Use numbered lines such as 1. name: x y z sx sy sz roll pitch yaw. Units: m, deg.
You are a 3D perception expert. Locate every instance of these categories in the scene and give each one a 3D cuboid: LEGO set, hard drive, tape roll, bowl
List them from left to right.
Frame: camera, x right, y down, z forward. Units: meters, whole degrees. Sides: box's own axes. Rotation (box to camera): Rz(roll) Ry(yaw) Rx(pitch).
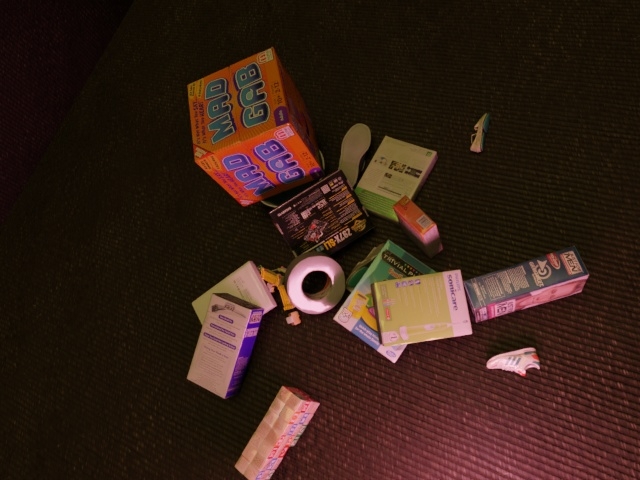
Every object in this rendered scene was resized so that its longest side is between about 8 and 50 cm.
1. hard drive: -0.340 0.247 1.897 0.307 0.040 0.203 -35 74 16
2. LEGO set: -0.137 0.188 1.888 0.287 0.107 0.132 44 122 25
3. bowl: -0.108 -0.241 1.998 0.311 0.163 0.312 -7 66 17
4. tape roll: -0.021 0.153 1.777 0.219 0.219 0.072 -43 19 -1

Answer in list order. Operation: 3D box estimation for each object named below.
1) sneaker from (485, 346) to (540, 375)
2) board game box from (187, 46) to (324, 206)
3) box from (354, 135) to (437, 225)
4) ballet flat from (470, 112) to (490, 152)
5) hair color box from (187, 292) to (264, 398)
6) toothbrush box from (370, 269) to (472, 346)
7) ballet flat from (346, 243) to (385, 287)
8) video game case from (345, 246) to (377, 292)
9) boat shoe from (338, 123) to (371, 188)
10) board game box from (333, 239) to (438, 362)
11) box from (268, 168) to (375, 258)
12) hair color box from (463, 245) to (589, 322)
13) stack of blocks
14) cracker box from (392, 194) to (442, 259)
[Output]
1. sneaker: 0.606 0.390 1.531 0.161 0.057 0.075 -17 58 10
2. board game box: -0.235 -0.407 1.819 0.356 0.356 0.357 -19 63 12
3. box: 0.284 -0.239 1.915 0.232 0.058 0.322 25 78 27
4. ballet flat: 0.608 -0.417 1.870 0.052 0.057 0.168 7 71 33
5. hair color box: -0.352 0.383 1.812 0.185 0.110 0.339 18 94 24
6. toothbrush box: 0.319 0.218 1.577 0.283 0.122 0.206 -9 82 0
7. ballet flat: 0.176 0.091 1.792 0.213 0.072 0.068 -39 34 1
8. video game case: 0.224 0.154 1.791 0.212 0.023 0.193 35 83 28
9. boat shoe: 0.128 -0.332 1.990 0.114 0.091 0.303 20 74 6
10. board game box: 0.241 0.206 1.683 0.253 0.079 0.336 35 83 7
11. box: 0.003 -0.078 1.829 0.322 0.079 0.257 -33 100 -6
12. hair color box: 0.645 0.146 1.552 0.347 0.174 0.105 -20 62 12
13. stack of blocks: -0.140 0.647 1.635 0.087 0.171 0.297 28 81 28
14. cracker box: 0.344 -0.042 1.708 0.067 0.232 0.156 -40 61 -1
